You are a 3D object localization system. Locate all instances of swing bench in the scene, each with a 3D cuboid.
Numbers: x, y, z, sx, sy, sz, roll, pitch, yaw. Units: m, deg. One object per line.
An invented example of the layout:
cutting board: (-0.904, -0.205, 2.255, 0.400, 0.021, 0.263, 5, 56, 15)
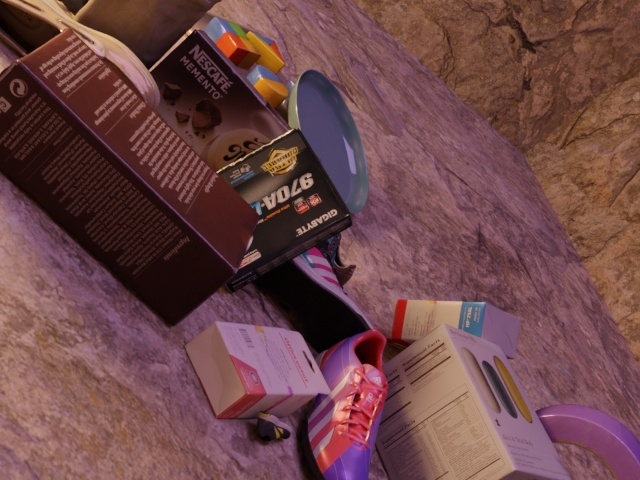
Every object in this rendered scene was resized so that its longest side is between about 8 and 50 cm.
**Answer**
swing bench: (-0.330, -0.408, 1.567, 0.165, 0.253, 0.255, 8, 46, -59)

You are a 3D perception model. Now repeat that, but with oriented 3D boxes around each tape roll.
tape roll: (0.420, 0.421, 1.667, 0.275, 0.275, 0.090, 55, 21, 11)

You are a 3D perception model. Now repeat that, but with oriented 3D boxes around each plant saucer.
plant saucer: (0.013, -0.204, 2.079, 0.317, 0.043, 0.317, 46, 35, -45)

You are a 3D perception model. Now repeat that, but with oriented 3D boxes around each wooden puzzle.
wooden puzzle: (-0.120, -0.354, 2.124, 0.348, 0.080, 0.322, 58, 22, 18)

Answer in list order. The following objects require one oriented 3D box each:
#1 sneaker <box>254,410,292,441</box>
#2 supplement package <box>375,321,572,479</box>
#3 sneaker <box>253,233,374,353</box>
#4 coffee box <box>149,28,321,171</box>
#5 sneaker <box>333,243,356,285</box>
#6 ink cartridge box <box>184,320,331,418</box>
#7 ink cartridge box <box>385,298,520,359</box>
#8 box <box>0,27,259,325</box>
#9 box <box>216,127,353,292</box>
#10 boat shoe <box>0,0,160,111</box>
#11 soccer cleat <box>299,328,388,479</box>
sneaker: (-0.067, 0.255, 1.323, 0.031, 0.035, 0.083, 16, -19, 32)
supplement package: (0.222, 0.308, 1.566, 0.199, 0.198, 0.263, 24, 34, -47)
sneaker: (0.004, 0.071, 1.639, 0.295, 0.124, 0.178, 46, 31, -7)
coffee box: (-0.158, -0.183, 1.630, 0.297, 0.168, 0.119, 48, 7, -7)
sneaker: (0.000, 0.000, 1.799, 0.188, 0.071, 0.066, 57, 23, 15)
ink cartridge box: (-0.081, 0.181, 1.357, 0.198, 0.067, 0.115, 14, 42, -54)
ink cartridge box: (0.223, 0.158, 1.773, 0.134, 0.231, 0.078, 26, 70, -48)
box: (-0.270, -0.088, 1.330, 0.381, 0.143, 0.191, 44, 22, -12)
box: (-0.086, -0.048, 1.516, 0.175, 0.220, 0.051, 60, -3, 21)
boat shoe: (-0.378, -0.275, 1.468, 0.302, 0.109, 0.098, 40, 29, -11)
soccer cleat: (0.046, 0.246, 1.432, 0.108, 0.116, 0.318, 42, 23, -20)
